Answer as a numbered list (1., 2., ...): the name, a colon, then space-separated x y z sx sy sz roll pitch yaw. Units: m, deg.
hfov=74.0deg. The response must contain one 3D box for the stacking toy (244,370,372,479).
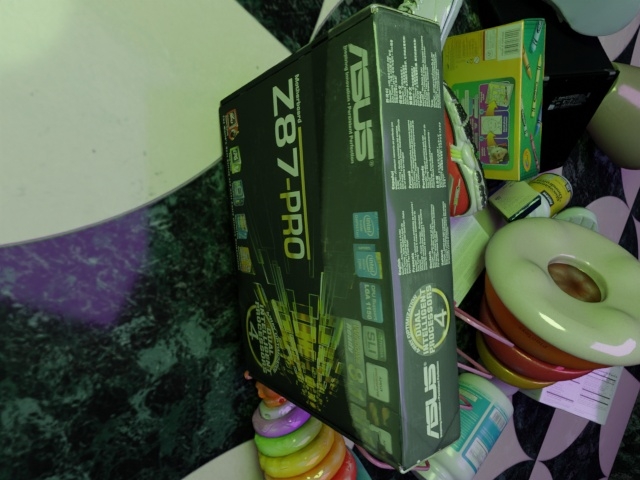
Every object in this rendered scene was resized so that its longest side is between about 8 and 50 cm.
1. stacking toy: -0.050 0.304 0.686 0.175 0.166 0.301 -24 103 -15

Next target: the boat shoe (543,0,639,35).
1. boat shoe: 0.487 -0.552 0.870 0.367 0.136 0.156 13 54 -17

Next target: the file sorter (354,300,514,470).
1. file sorter: 0.174 0.239 0.771 0.202 0.182 0.290 29 95 -39

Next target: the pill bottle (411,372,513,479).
1. pill bottle: 0.323 0.455 0.996 0.264 0.146 0.146 -44 123 -21

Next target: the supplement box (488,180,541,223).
1. supplement box: 0.444 -0.093 0.979 0.083 0.083 0.056 -41 152 11

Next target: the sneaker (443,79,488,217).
1. sneaker: 0.227 -0.176 0.806 0.107 0.118 0.278 -17 92 -62

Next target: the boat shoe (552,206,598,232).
1. boat shoe: 0.621 0.014 1.119 0.335 0.121 0.119 85 29 -52

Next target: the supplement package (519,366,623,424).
1. supplement package: 0.641 0.300 1.133 0.198 0.199 0.262 21 86 -7

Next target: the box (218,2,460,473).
1. box: 0.000 0.000 0.495 0.097 0.318 0.394 -8 96 -37

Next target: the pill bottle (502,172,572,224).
1. pill bottle: 0.539 -0.093 1.065 0.184 0.103 0.103 -30 117 -30

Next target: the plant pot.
1. plant pot: 0.838 -0.364 1.169 0.274 0.256 0.256 20 88 -23

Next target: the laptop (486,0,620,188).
1. laptop: 0.476 -0.373 0.992 0.382 0.236 0.407 -17 137 -32

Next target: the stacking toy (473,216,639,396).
1. stacking toy: 0.468 0.215 0.972 0.351 0.350 0.479 -26 147 -31

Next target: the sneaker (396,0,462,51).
1. sneaker: 0.170 -0.377 0.719 0.091 0.094 0.258 7 97 -43

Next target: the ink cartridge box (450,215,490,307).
1. ink cartridge box: 0.263 0.003 0.921 0.232 0.066 0.189 46 71 -13

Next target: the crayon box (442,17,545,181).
1. crayon box: 0.330 -0.261 0.824 0.081 0.165 0.278 -20 112 -33
